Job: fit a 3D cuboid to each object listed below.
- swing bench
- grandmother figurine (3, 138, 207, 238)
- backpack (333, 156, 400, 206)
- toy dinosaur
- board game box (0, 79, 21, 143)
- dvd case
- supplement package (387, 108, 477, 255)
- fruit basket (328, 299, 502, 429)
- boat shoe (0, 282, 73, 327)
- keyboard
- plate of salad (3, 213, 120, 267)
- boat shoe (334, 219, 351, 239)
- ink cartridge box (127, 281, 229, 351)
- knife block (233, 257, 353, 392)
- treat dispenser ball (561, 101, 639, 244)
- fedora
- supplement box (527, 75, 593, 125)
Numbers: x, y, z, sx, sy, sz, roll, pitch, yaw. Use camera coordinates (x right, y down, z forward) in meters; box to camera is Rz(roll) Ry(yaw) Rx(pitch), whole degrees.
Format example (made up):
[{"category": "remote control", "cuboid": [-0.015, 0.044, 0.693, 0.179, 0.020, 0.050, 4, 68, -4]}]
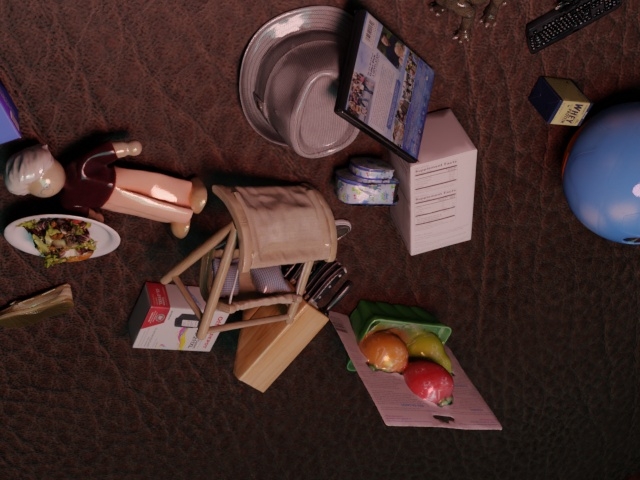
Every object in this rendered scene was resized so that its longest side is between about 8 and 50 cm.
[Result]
[{"category": "swing bench", "cuboid": [-0.118, 0.031, 1.672, 0.253, 0.165, 0.255, -6, 140, -49]}, {"category": "grandmother figurine", "cuboid": [-0.368, -0.093, 1.536, 0.342, 0.104, 0.208, 10, 122, -35]}, {"category": "backpack", "cuboid": [0.085, -0.115, 1.724, 0.114, 0.105, 0.084, -4, 112, -17]}, {"category": "toy dinosaur", "cuboid": [0.267, -0.430, 1.469, 0.313, 0.121, 0.160, -13, 151, -7]}, {"category": "board game box", "cuboid": [-0.610, -0.256, 1.268, 0.233, 0.078, 0.347, -20, 138, -5]}, {"category": "dvd case", "cuboid": [0.115, -0.256, 1.529, 0.022, 0.180, 0.253, 6, 168, 36]}, {"category": "supplement package", "cuboid": [0.216, -0.112, 1.755, 0.133, 0.139, 0.244, -15, 138, -8]}, {"category": "fruit basket", "cuboid": [0.199, 0.297, 2.008, 0.327, 0.353, 0.165, 9, 128, -33]}, {"category": "boat shoe", "cuboid": [-0.551, 0.126, 1.722, 0.153, 0.048, 0.056, -19, 151, 4]}, {"category": "keyboard", "cuboid": [0.467, -0.412, 1.641, 0.192, 0.038, 0.100, -29, 138, 4]}, {"category": "plate of salad", "cuboid": [-0.457, 0.004, 1.587, 0.199, 0.048, 0.200, -1, 157, -1]}, {"category": "boat shoe", "cuboid": [0.000, 0.000, 1.844, 0.142, 0.040, 0.049, -20, 138, -4]}, {"category": "ink cartridge box", "cuboid": [-0.292, 0.159, 1.847, 0.175, 0.072, 0.127, 7, 129, -30]}, {"category": "knife block", "cuboid": [-0.046, 0.161, 1.848, 0.242, 0.276, 0.088, -12, 147, 33]}, {"category": "treat dispenser ball", "cuboid": [0.637, -0.136, 1.815, 0.288, 0.288, 0.288, -13, 137, -12]}, {"category": "fedora", "cuboid": [-0.008, -0.246, 1.525, 0.243, 0.124, 0.275, -11, 137, -15]}, {"category": "supplement box", "cuboid": [0.469, -0.272, 1.750, 0.083, 0.083, 0.056, 0, 134, -27]}]
